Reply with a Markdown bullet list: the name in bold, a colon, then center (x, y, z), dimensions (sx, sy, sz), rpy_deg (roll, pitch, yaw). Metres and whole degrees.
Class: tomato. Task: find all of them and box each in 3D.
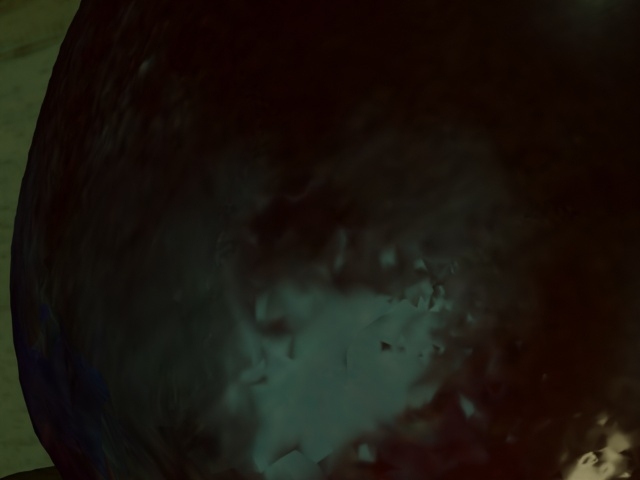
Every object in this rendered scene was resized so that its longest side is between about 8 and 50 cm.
- **tomato**: center (-0.006, 0.000, 0.620), dimensions (0.335, 0.176, 0.289), rpy_deg (23, 122, 48)

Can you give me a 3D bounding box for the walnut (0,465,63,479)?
- **walnut**: center (-0.104, 0.200, 0.853), dimensions (0.226, 0.193, 0.193), rpy_deg (6, 112, 42)
